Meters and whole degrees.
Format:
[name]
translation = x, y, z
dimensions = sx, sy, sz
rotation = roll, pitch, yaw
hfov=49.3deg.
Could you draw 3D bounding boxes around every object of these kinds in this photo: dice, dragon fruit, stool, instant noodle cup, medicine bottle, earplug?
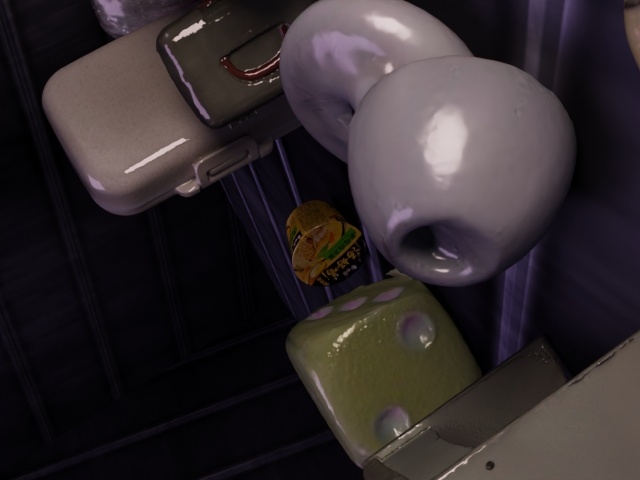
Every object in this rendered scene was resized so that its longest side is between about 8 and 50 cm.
[dice]
translation = 0.102, 0.215, 1.183
dimensions = 0.255, 0.249, 0.252
rotation = 60, 170, -6
[dragon fruit]
translation = -0.338, -0.480, 1.377
dimensions = 0.204, 0.221, 0.283
rotation = 60, 170, 30
[stool]
translation = 0.201, 0.225, 0.665
dimensions = 0.170, 0.269, 0.243
rotation = 56, 170, 6
[instant noodle cup]
translation = 0.000, 0.000, 1.380
dimensions = 0.122, 0.151, 0.151
rotation = 57, 173, 53
[medicine bottle]
translation = -0.205, -0.213, 1.037
dimensions = 0.282, 0.375, 0.123
rotation = 54, 165, 21
[earplug]
translation = 0.073, -0.093, 0.610
dimensions = 0.325, 0.175, 0.214
rotation = 49, 173, 47

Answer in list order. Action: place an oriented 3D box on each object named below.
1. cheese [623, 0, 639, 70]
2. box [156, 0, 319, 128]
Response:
[cheese]
translation = 0.226, -0.054, 0.367
dimensions = 0.192, 0.037, 0.097
rotation = 62, 171, -13
[box]
translation = -0.088, -0.243, 0.872
dimensions = 0.148, 0.210, 0.129
rotation = 60, 177, -17
